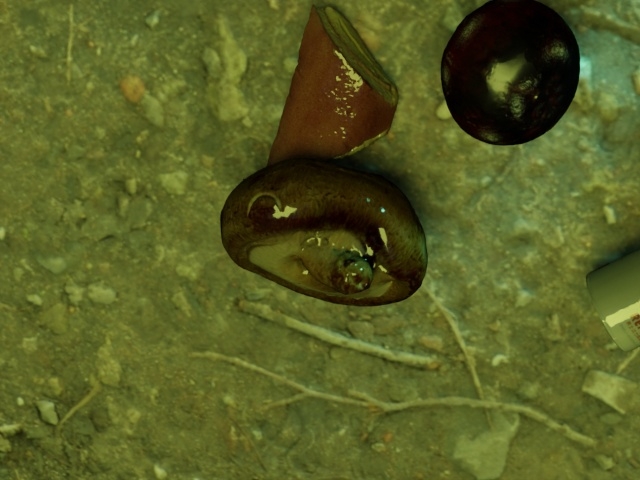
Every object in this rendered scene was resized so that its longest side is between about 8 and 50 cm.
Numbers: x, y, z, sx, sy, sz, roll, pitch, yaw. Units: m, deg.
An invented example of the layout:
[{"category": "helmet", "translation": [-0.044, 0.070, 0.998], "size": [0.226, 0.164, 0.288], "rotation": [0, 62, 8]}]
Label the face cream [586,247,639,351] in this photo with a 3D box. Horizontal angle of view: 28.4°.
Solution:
[{"category": "face cream", "translation": [0.398, 0.031, 1.340], "size": [0.214, 0.096, 0.096], "rotation": [-29, 106, 22]}]

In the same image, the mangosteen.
[{"category": "mangosteen", "translation": [0.184, -0.173, 1.276], "size": [0.152, 0.152, 0.152], "rotation": [4, 115, 10]}]

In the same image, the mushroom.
[{"category": "mushroom", "translation": [0.005, -0.014, 1.369], "size": [0.231, 0.194, 0.138], "rotation": [24, 80, -23]}]

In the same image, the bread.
[{"category": "bread", "translation": [0.020, -0.147, 1.353], "size": [0.119, 0.067, 0.192], "rotation": [17, 117, 4]}]
